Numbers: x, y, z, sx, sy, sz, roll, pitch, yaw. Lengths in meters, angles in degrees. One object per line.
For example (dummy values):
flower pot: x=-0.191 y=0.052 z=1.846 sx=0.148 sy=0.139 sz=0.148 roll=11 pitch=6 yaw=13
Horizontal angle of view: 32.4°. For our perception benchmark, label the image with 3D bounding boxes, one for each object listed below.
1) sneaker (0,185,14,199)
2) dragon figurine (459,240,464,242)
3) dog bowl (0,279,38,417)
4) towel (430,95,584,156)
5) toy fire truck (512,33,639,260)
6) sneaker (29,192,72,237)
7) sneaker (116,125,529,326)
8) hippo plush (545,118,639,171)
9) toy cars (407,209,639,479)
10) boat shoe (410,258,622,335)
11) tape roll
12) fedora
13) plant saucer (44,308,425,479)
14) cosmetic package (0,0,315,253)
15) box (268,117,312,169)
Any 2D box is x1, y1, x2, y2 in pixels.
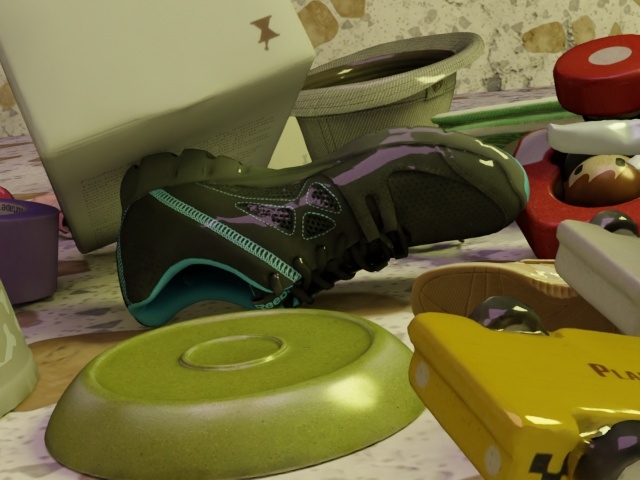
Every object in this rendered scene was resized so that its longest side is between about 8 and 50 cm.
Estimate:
sneaker: x=-0.500 y=-0.017 z=1.286 sx=0.276 sy=0.098 sz=0.135 roll=-2 pitch=10 yaw=14
dragon figurine: x=0.061 y=-0.033 z=1.080 sx=0.144 sy=0.085 sz=0.289 roll=-9 pitch=11 yaw=-12
dog bowl: x=-0.375 y=0.075 z=0.748 sx=0.348 sy=0.102 sz=0.349 roll=-6 pitch=12 yaw=1
towel: x=0.305 y=-0.115 z=1.222 sx=0.247 sy=0.038 sz=0.325 roll=-6 pitch=-7 yaw=37
toy fire truck: x=0.293 y=-0.048 z=0.887 sx=0.302 sy=0.169 sz=0.254 roll=-2 pitch=30 yaw=25
sneaker: x=-0.328 y=-0.031 z=1.380 sx=0.134 sy=0.051 sz=0.070 roll=2 pitch=8 yaw=18
sneaker: x=0.000 y=0.000 z=0.894 sx=0.340 sy=0.125 sz=0.140 roll=-7 pitch=54 yaw=11
hippo plush: x=0.340 y=-0.084 z=0.599 sx=0.234 sy=0.237 sz=0.294 roll=6 pitch=24 yaw=-47
toy cars: x=0.164 y=0.067 z=0.511 sx=0.176 sy=0.087 sz=0.393 roll=26 pitch=21 yaw=21
boat shoe: x=0.146 y=0.043 z=0.725 sx=0.170 sy=0.063 sz=0.059 roll=6 pitch=11 yaw=13
tape roll: x=-0.345 y=0.006 z=1.048 sx=0.189 sy=0.080 sz=0.189 roll=4 pitch=9 yaw=-1
fedora: x=0.074 y=-0.149 z=1.289 sx=0.243 sy=0.124 sz=0.275 roll=-2 pitch=20 yaw=32
plant saucer: x=-0.051 y=0.084 z=0.682 sx=0.241 sy=0.037 sz=0.241 roll=-6 pitch=10 yaw=1
cosmetic package: x=-0.167 y=-0.132 z=1.056 sx=0.230 sy=0.162 sz=0.453 roll=-23 pitch=-6 yaw=-12
box: x=-0.175 y=-0.146 z=1.692 sx=0.311 sy=0.121 sz=0.148 roll=2 pitch=13 yaw=38
